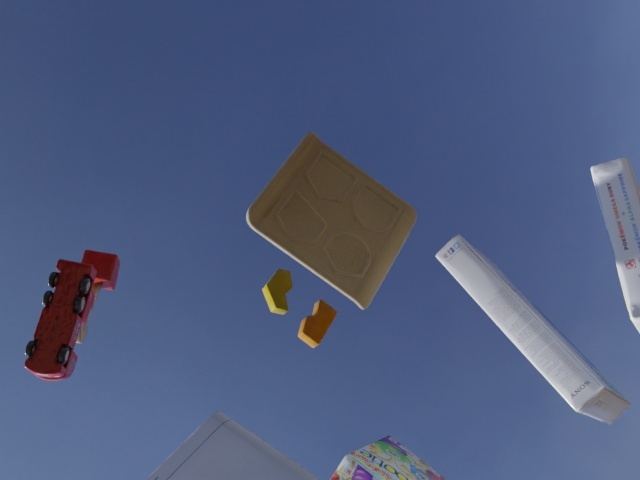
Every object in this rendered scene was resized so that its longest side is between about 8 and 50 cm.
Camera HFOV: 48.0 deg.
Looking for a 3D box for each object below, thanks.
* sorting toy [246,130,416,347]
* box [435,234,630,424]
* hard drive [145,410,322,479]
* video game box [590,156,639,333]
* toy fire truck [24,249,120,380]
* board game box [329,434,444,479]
[{"bbox_3d":[0.000,0.000,1.075,0.229,0.041,0.307,38,-126,-6],"label":"sorting toy"},{"bbox_3d":[0.338,0.142,1.139,0.058,0.322,0.232,-45,-34,11],"label":"box"},{"bbox_3d":[-0.095,0.325,0.736,0.233,0.353,0.047,-43,-59,-23],"label":"hard drive"},{"bbox_3d":[0.380,0.026,0.850,0.205,0.048,0.187,33,-131,-54],"label":"video game box"},{"bbox_3d":[-0.309,0.089,0.907,0.047,0.135,0.192,10,-113,-2],"label":"toy fire truck"},{"bbox_3d":[0.109,0.471,1.319,0.142,0.144,0.275,-59,-21,5],"label":"board game box"}]
